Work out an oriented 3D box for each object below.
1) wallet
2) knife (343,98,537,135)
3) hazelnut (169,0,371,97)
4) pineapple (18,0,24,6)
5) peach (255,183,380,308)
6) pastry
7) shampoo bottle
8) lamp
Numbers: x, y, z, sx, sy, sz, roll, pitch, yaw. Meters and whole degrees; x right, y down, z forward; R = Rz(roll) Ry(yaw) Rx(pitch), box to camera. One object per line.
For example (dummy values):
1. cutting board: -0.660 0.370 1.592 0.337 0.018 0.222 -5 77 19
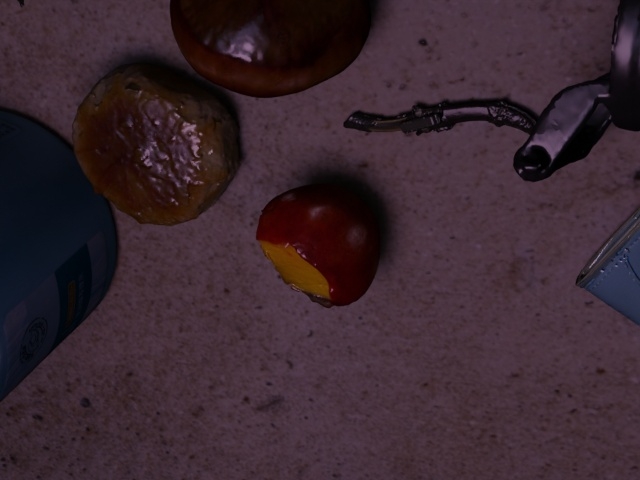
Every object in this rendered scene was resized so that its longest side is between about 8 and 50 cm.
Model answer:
1. wallet: 0.415 0.057 1.129 0.250 0.075 0.176 35 127 1
2. knife: 0.127 -0.131 1.183 0.222 0.021 0.045 4 120 20
3. hazelnut: -0.050 -0.223 1.130 0.204 0.178 0.178 -10 115 -6
4. pineapple: -0.271 -0.375 1.162 0.364 0.165 0.165 -28 103 40
5. peach: 0.003 -0.007 1.227 0.151 0.151 0.118 33 143 4
6. pastry: -0.193 -0.112 1.284 0.192 0.093 0.182 36 121 3
7. shampoo bottle: -0.465 0.043 1.328 0.331 0.343 0.331 9 119 17
8. lamp: 0.377 -0.167 0.933 0.272 0.205 0.374 32 113 18
